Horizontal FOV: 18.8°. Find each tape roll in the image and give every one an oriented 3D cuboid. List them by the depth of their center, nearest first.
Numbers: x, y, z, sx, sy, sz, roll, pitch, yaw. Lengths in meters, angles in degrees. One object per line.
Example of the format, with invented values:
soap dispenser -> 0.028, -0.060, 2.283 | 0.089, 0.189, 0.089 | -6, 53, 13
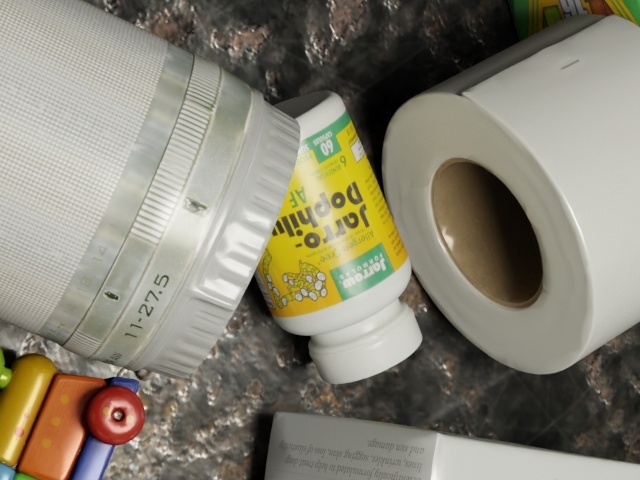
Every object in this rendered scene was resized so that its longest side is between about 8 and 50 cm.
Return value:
tape roll -> 0.189, -0.038, 1.538 | 0.169, 0.246, 0.246 | -28, 103, -29

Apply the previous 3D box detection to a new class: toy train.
toy train -> -0.201, 0.104, 1.393 | 0.143, 0.105, 0.248 | 25, 76, -15

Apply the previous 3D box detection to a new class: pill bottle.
pill bottle -> 0.000, 0.000, 1.496 | 0.117, 0.117, 0.208 | -30, 105, -28

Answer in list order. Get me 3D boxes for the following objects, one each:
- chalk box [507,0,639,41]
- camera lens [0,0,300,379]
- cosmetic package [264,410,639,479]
chalk box -> 0.309, -0.116, 1.649 | 0.179, 0.180, 0.289 | -23, 100, -30
camera lens -> -0.178, -0.050, 1.301 | 0.274, 0.219, 0.219 | 24, 76, -12
cosmetic package -> 0.161, 0.236, 1.522 | 0.385, 0.217, 0.156 | 14, 82, -37
